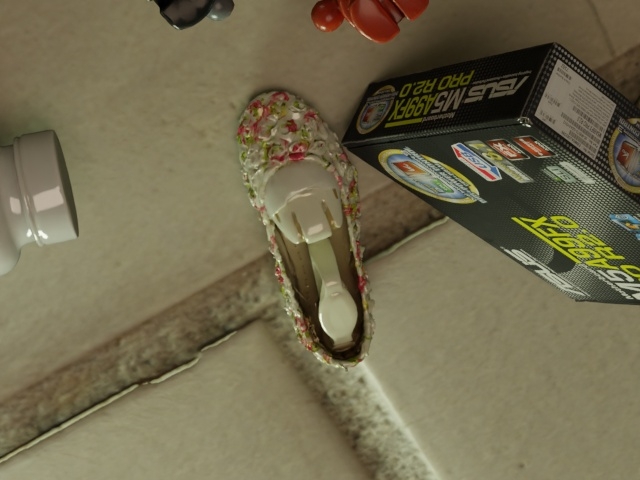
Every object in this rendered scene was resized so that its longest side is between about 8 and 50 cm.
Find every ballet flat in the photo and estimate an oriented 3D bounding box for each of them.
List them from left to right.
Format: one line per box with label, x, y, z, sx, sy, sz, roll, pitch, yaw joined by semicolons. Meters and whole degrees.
ballet flat;0.000;0.000;0.916;0.091;0.077;0.241;-20;120;-1

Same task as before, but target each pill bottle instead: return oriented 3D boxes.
pill bottle;-0.272;-0.019;0.821;0.194;0.108;0.108;-13;120;-7

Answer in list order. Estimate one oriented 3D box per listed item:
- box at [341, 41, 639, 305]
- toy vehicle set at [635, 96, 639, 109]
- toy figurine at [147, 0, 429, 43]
box;0.181;-0.034;0.865;0.270;0.216;0.060;32;74;-27
toy vehicle set;0.337;-0.173;0.854;0.035;0.166;0.266;17;113;-21
toy figurine;-0.025;-0.239;0.751;0.210;0.148;0.213;0;120;-7
